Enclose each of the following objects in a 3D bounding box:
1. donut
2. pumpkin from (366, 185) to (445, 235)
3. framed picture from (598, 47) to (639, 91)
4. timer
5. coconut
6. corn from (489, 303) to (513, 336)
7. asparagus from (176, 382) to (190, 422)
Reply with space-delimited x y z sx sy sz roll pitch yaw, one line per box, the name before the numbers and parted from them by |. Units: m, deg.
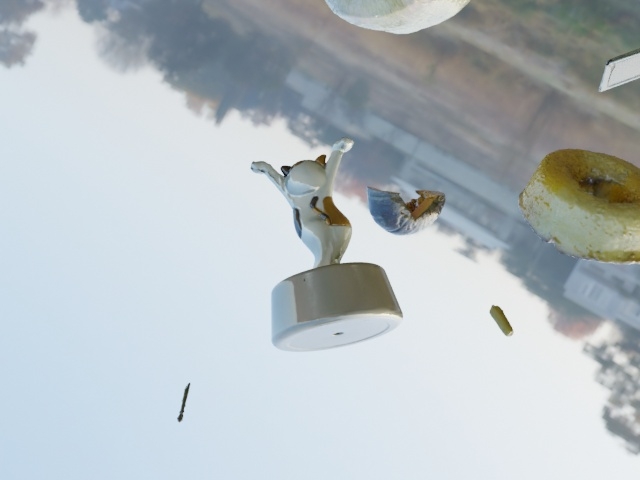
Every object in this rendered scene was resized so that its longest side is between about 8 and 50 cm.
donut | 0.310 -0.044 1.237 0.162 0.065 0.178 -10 -144 -23
pumpkin | 0.188 -0.064 2.477 0.184 0.107 0.119 0 -174 -26
framed picture | 0.614 -0.331 1.949 0.197 0.252 0.014 29 -137 -78
timer | 0.000 0.000 1.488 0.175 0.175 0.265 14 -120 -54
coconut | 0.121 -0.502 1.909 0.297 0.297 0.255 32 -171 24
corn | 0.381 0.168 2.346 0.028 0.027 0.083 15 -143 -44
asparagus | -0.293 0.348 2.391 0.013 0.016 0.166 -3 -158 2
